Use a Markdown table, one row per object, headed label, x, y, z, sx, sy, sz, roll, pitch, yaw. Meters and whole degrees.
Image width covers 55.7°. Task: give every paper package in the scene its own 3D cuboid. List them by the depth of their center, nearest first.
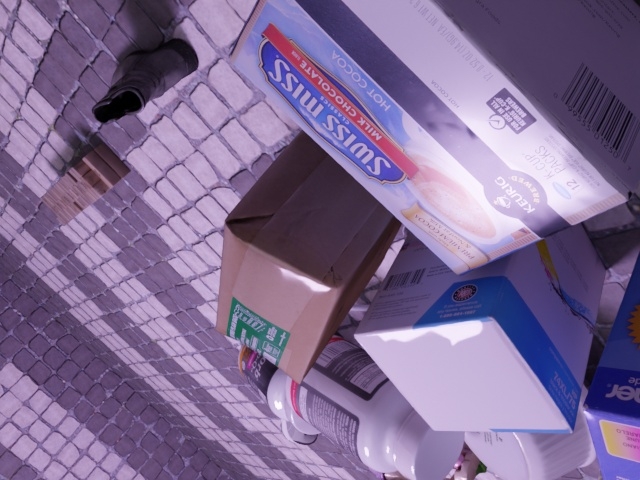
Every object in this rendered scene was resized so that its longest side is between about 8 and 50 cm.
| label | x | y | z | sx | sy | sz | roll | pitch | yaw |
| --- | --- | --- | --- | --- | --- | --- | --- | --- | --- |
| paper package | 0.000 | 0.000 | 0.873 | 0.168 | 0.309 | 0.325 | 32 | 148 | 9 |

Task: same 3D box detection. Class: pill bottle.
| label | x | y | z | sx | sy | sz | roll | pitch | yaw |
| --- | --- | --- | --- | --- | --- | --- | --- | --- | --- |
| pill bottle | 0.094 | 0.304 | 1.095 | 0.318 | 0.176 | 0.176 | 20 | 145 | 48 |
| pill bottle | -0.067 | 0.309 | 1.370 | 0.278 | 0.162 | 0.162 | 26 | 152 | 58 |

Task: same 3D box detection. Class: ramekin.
| label | x | y | z | sx | sy | sz | roll | pitch | yaw |
| --- | --- | --- | --- | --- | --- | --- | --- | --- | --- |
| ramekin | 0.308 | 0.273 | 0.987 | 0.273 | 0.127 | 0.273 | 51 | 160 | 26 |

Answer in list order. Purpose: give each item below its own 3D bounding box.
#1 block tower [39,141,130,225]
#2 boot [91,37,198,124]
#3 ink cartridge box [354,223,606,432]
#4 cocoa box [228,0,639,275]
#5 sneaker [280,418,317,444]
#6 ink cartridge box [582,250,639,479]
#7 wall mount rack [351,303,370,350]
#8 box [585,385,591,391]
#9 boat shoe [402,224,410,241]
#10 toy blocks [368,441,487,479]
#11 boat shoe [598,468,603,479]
| label | x | y | z | sx | sy | sz | roll | pitch | yaw |
| --- | --- | --- | --- | --- | --- | --- | --- | --- | --- |
| block tower | -0.577 | -0.129 | 1.460 | 0.097 | 0.091 | 0.335 | 49 | 145 | -16 |
| boot | -0.326 | -0.251 | 1.011 | 0.246 | 0.161 | 0.083 | -7 | 126 | 47 |
| ink cartridge box | 0.218 | 0.077 | 0.784 | 0.198 | 0.270 | 0.197 | -16 | 121 | 45 |
| cocoa box | 0.130 | -0.181 | 0.603 | 0.347 | 0.231 | 0.228 | 43 | 147 | -6 |
| sneaker | -0.058 | 0.504 | 1.731 | 0.107 | 0.100 | 0.272 | 6 | 135 | 31 |
| ink cartridge box | 0.418 | 0.119 | 0.544 | 0.269 | 0.395 | 0.151 | 2 | 132 | 42 |
| wall mount rack | -0.007 | 0.126 | 1.210 | 0.304 | 0.130 | 0.350 | 38 | 147 | 6 |
| box | 0.477 | 0.290 | 0.976 | 0.102 | 0.087 | 0.101 | 36 | 148 | 2 |
| boat shoe | 0.190 | 0.064 | 0.966 | 0.079 | 0.081 | 0.228 | -18 | 120 | 31 |
| toy blocks | 0.206 | 0.463 | 1.256 | 0.260 | 0.289 | 0.309 | -4 | 132 | 39 |
| boat shoe | 0.600 | 0.475 | 1.133 | 0.152 | 0.048 | 0.056 | 15 | 129 | 20 |
